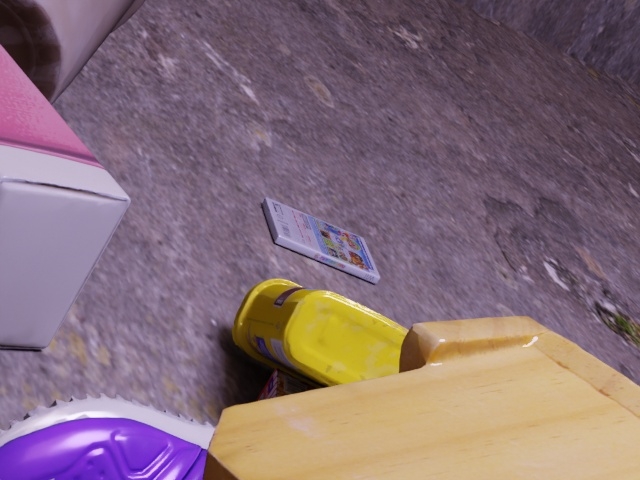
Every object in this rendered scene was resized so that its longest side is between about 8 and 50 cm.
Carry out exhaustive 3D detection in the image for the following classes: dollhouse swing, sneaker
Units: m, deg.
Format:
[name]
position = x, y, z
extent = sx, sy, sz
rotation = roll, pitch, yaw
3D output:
[dollhouse swing]
position = 0.126, 0.241, 0.990
extent = 0.305, 0.315, 0.347
rotation = -23, 37, -28
[sneaker]
position = -0.084, 0.187, 1.039
extent = 0.293, 0.102, 0.146
rotation = 12, 28, -41

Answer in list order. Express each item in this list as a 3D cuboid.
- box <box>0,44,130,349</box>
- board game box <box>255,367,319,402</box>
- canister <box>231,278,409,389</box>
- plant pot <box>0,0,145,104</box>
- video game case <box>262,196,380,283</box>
[box]
position = -0.274, -0.047, 1.244
extent = 0.127, 0.148, 0.232
rotation = 8, 31, -48
[board game box]
position = 0.038, 0.189, 1.286
extent = 0.193, 0.045, 0.147
rotation = 28, 20, -10
[canister]
position = 0.007, 0.084, 1.346
extent = 0.126, 0.073, 0.170
rotation = 27, -6, -14
[plant pot]
position = -0.308, -0.253, 1.515
extent = 0.323, 0.323, 0.280
rotation = 25, 38, -17
[video game case]
position = 0.000, 0.000, 1.717
extent = 0.122, 0.011, 0.087
rotation = 22, 22, -22
